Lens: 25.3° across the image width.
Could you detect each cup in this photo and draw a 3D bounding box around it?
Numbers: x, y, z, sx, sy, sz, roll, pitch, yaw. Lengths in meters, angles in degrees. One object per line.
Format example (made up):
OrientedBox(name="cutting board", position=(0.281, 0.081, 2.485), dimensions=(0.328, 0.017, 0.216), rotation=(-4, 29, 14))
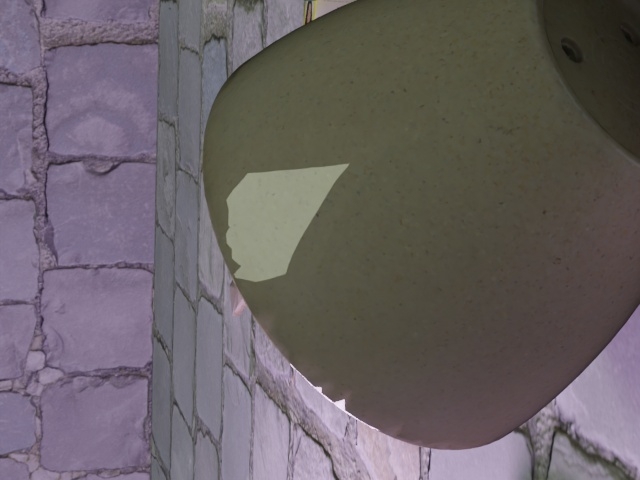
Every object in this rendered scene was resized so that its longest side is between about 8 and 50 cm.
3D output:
OrientedBox(name="cup", position=(0.121, -0.054, 0.964), dimensions=(0.237, 0.331, 0.331), rotation=(-36, 52, 41))

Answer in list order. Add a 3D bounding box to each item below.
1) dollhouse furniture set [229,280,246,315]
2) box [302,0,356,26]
OrientedBox(name="dollhouse furniture set", position=(0.000, 0.000, 1.553), dimensions=(0.129, 0.184, 0.129), rotation=(123, 143, -64))
OrientedBox(name="box", position=(0.030, -0.276, 1.623), dimensions=(0.058, 0.087, 0.232), rotation=(-113, 26, -59))
